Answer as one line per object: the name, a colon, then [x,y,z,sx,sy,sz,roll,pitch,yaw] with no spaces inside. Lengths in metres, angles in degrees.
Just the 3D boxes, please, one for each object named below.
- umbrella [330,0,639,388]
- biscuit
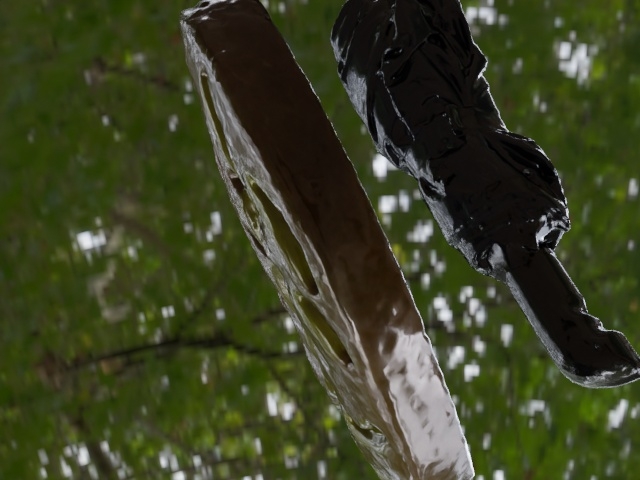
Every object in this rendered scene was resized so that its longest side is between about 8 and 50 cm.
umbrella: [0.069,-0.028,0.880,0.071,0.071,0.248,-18,-128,-9]
biscuit: [-0.008,0.004,1.306,0.070,0.394,0.350,-26,-141,-3]
